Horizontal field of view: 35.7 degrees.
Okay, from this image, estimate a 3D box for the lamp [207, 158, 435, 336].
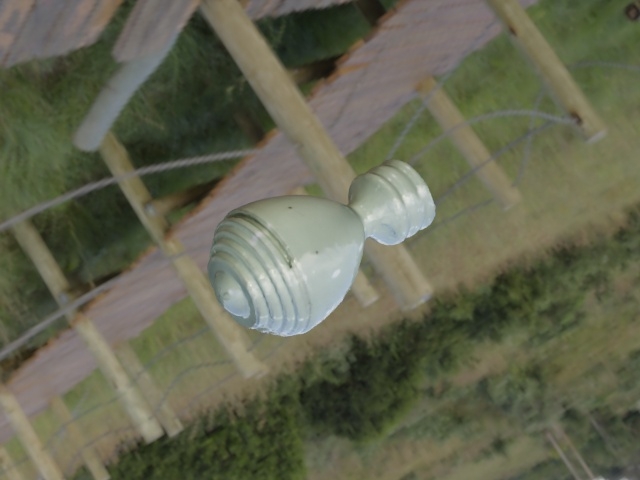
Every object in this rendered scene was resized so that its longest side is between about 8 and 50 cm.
[{"bbox_3d":[0.000,0.000,0.755,0.193,0.106,0.106,-31,171,-31],"label":"lamp"}]
